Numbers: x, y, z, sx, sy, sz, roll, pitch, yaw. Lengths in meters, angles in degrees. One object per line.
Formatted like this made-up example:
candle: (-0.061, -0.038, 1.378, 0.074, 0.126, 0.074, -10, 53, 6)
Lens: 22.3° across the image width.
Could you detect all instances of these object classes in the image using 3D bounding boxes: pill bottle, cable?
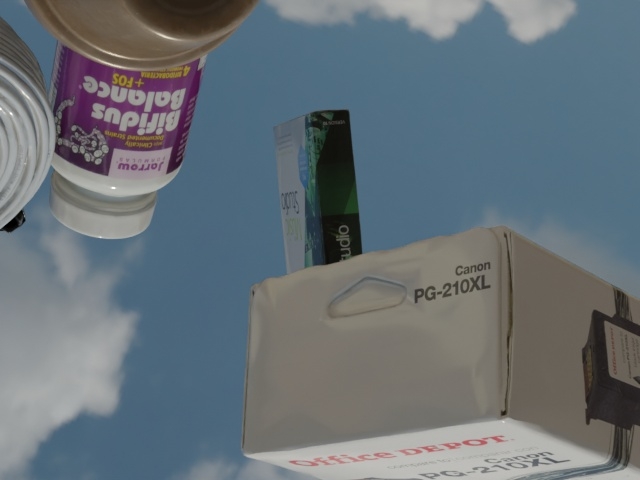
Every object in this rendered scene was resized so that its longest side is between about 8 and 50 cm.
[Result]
pill bottle: (-0.226, -0.158, 1.849, 0.169, 0.302, 0.169, 11, -149, -7)
cable: (-0.360, -0.093, 1.417, 0.257, 0.257, 0.089, -23, -132, -7)

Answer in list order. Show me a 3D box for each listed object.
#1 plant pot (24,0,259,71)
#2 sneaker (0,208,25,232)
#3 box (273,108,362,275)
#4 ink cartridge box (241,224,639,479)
plant pot: (-0.150, -0.273, 1.519, 0.263, 0.263, 0.229, 13, -168, -22)
sneaker: (-0.397, -0.058, 1.841, 0.152, 0.058, 0.085, 31, -154, -43)
box: (0.000, 0.000, 2.095, 0.058, 0.322, 0.232, -7, -179, -13)
ink cartridge box: (0.097, 0.086, 0.872, 0.237, 0.172, 0.100, 25, -120, -44)
